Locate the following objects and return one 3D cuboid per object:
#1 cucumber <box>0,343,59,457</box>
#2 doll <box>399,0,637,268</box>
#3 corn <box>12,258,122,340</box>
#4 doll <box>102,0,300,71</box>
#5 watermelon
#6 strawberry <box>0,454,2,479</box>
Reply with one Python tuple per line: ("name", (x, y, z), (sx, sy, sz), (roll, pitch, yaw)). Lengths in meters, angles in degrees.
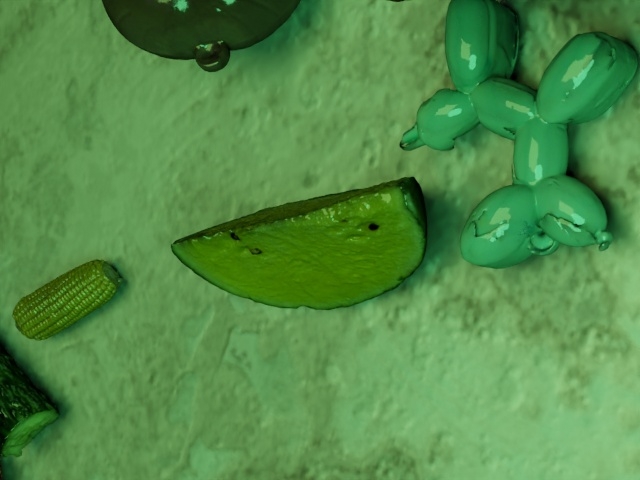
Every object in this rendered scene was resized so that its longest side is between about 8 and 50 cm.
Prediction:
("cucumber", (-0.266, 0.082, 1.384), (0.187, 0.058, 0.058), (47, 112, 27))
("doll", (0.123, -0.060, 1.132), (0.159, 0.059, 0.159), (30, 102, 30))
("corn", (-0.183, 0.043, 1.343), (0.092, 0.037, 0.037), (-29, 71, 25))
("doll", (-0.070, -0.200, 1.259), (0.145, 0.096, 0.188), (12, 68, 19))
("watermelon", (0.004, 0.009, 1.191), (0.181, 0.092, 0.075), (-13, 93, 31))
("strawberry", (-0.264, 0.178, 1.372), (0.073, 0.073, 0.083), (1, 74, 34))
